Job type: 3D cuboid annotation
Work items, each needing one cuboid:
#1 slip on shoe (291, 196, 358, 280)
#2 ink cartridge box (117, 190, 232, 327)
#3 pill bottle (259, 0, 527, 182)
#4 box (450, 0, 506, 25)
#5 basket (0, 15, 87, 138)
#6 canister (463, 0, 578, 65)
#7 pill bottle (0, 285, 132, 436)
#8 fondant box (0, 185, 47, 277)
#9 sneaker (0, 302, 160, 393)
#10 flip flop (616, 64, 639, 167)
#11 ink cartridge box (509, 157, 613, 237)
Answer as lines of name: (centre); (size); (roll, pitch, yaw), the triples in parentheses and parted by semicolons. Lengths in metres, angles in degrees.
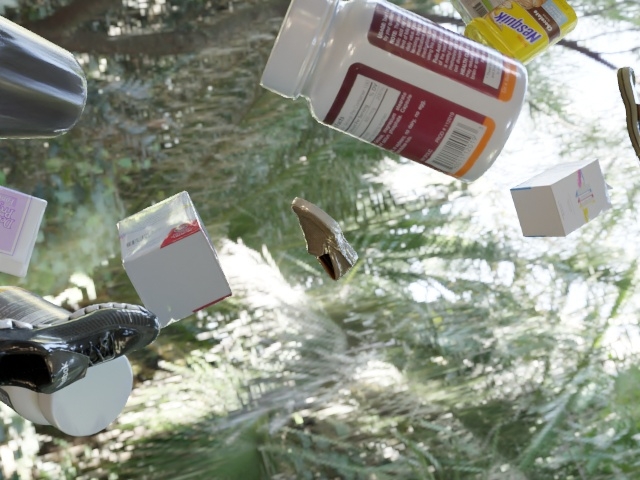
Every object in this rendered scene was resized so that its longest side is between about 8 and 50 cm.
slip on shoe: (0.000, 0.000, 0.999); (0.051, 0.041, 0.135); (24, -19, 38)
ink cartridge box: (-0.231, 0.025, 1.281); (0.176, 0.128, 0.127); (-124, -170, -62)
pill bottle: (0.114, -0.265, 1.344); (0.224, 0.392, 0.224); (-158, -90, -81)
box: (0.330, -0.489, 1.655); (0.114, 0.103, 0.203); (55, 12, 4)
basket: (-0.422, -0.202, 1.037); (0.204, 0.227, 0.154); (-42, -105, 19)
canister: (0.368, -0.389, 1.503); (0.126, 0.170, 0.073); (51, -11, 15)
pill bottle: (-0.413, 0.177, 1.213); (0.279, 0.162, 0.162); (18, -60, 39)
fondant box: (-0.478, -0.047, 0.997); (0.330, 0.238, 0.096); (13, -95, 65)
sneaker: (-0.300, 0.135, 0.973); (0.106, 0.234, 0.078); (48, -44, 52)
flip flop: (0.688, -0.245, 1.725); (0.112, 0.080, 0.276); (28, 53, -61)
ink cartridge box: (0.401, -0.072, 1.346); (0.092, 0.143, 0.089); (-2, -69, 57)
